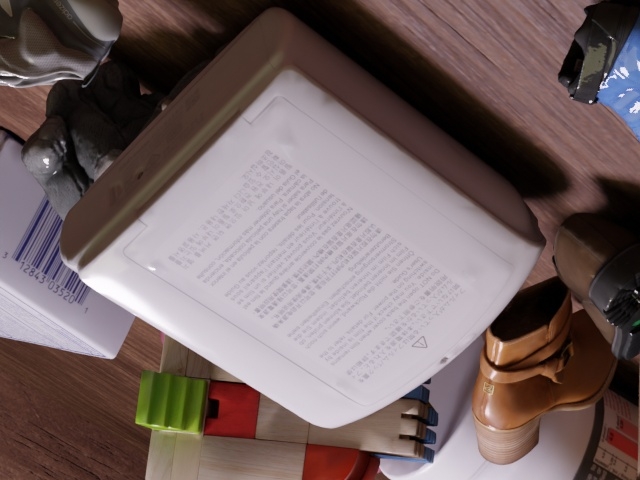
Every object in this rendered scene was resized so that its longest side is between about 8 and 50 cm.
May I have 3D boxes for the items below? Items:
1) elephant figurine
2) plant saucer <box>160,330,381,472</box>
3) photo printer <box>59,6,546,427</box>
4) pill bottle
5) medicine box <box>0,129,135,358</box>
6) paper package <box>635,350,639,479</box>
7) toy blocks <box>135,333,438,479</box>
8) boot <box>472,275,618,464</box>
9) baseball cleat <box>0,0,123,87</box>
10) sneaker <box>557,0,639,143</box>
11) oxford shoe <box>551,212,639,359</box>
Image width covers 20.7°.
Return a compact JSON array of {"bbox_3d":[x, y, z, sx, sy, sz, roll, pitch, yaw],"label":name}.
[{"bbox_3d":[-0.122,-0.057,1.422,0.239,0.169,0.186,14,155,45],"label":"elephant figurine"},{"bbox_3d":[-0.030,0.156,1.875,0.332,0.084,0.332,25,-171,-4],"label":"plant saucer"},{"bbox_3d":[0.000,0.000,1.321,0.307,0.256,0.107,34,-156,-29],"label":"photo printer"},{"bbox_3d":[0.248,0.239,1.727,0.363,0.210,0.210,32,162,-21],"label":"pill bottle"},{"bbox_3d":[-0.374,-0.001,1.998,0.289,0.149,0.263,7,155,48],"label":"medicine box"},{"bbox_3d":[0.391,0.186,1.189,0.325,0.168,0.309,1,142,17],"label":"paper package"},{"bbox_3d":[-0.009,0.140,1.582,0.261,0.381,0.191,5,169,14],"label":"toy blocks"},{"bbox_3d":[0.196,0.081,1.459,0.073,0.197,0.152,23,139,26],"label":"boot"},{"bbox_3d":[-0.256,-0.185,1.333,0.206,0.109,0.072,27,169,3],"label":"baseball cleat"},{"bbox_3d":[0.189,-0.092,1.058,0.085,0.058,0.152,14,156,18],"label":"sneaker"},{"bbox_3d":[0.233,0.028,1.373,0.096,0.083,0.227,46,178,26],"label":"oxford shoe"}]
